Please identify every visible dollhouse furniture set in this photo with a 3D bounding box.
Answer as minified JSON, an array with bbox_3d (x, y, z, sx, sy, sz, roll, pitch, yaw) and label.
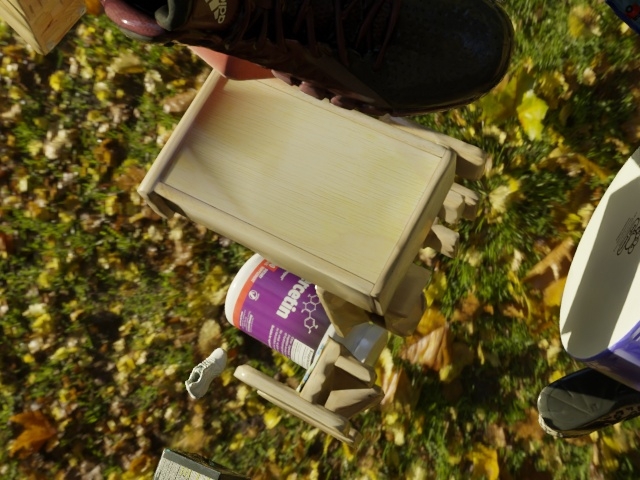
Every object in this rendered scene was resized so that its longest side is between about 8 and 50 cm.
[{"bbox_3d":[0.000,0.000,0.899,0.256,0.394,0.362,26,76,15],"label":"dollhouse furniture set"}]

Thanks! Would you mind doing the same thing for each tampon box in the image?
[{"bbox_3d":[-0.253,0.514,1.634,0.160,0.120,0.102,12,77,33],"label":"tampon box"}]

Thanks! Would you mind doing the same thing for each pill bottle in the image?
[{"bbox_3d":[-0.027,0.164,1.635,0.322,0.181,0.182,28,99,18],"label":"pill bottle"}]

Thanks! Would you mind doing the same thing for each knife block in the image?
[{"bbox_3d":[-0.411,-0.368,0.917,0.242,0.276,0.088,38,77,1],"label":"knife block"}]

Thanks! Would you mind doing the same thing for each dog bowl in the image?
[{"bbox_3d":[0.339,0.015,0.742,0.104,0.265,0.265,24,98,0],"label":"dog bowl"}]

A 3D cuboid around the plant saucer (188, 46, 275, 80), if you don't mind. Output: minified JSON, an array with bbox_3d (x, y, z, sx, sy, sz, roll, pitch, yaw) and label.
[{"bbox_3d":[-0.092,-0.256,0.777,0.258,0.259,0.048,42,119,16],"label":"plant saucer"}]

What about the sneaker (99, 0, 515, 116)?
[{"bbox_3d":[-0.024,-0.132,0.475,0.281,0.162,0.107,14,109,9],"label":"sneaker"}]

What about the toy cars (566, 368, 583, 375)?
[{"bbox_3d":[0.653,0.232,1.604,0.393,0.087,0.176,-43,102,-2],"label":"toy cars"}]

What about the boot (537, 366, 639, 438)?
[{"bbox_3d":[0.401,0.200,1.049,0.236,0.179,0.085,-21,68,4],"label":"boot"}]

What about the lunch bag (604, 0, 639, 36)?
[{"bbox_3d":[0.646,-0.439,1.436,0.138,0.293,0.221,-17,46,39],"label":"lunch bag"}]

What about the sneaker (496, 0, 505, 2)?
[{"bbox_3d":[0.119,-0.212,0.548,0.053,0.144,0.059,23,90,10],"label":"sneaker"}]

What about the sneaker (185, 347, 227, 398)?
[{"bbox_3d":[-0.302,0.346,2.081,0.053,0.061,0.152,16,59,32],"label":"sneaker"}]
